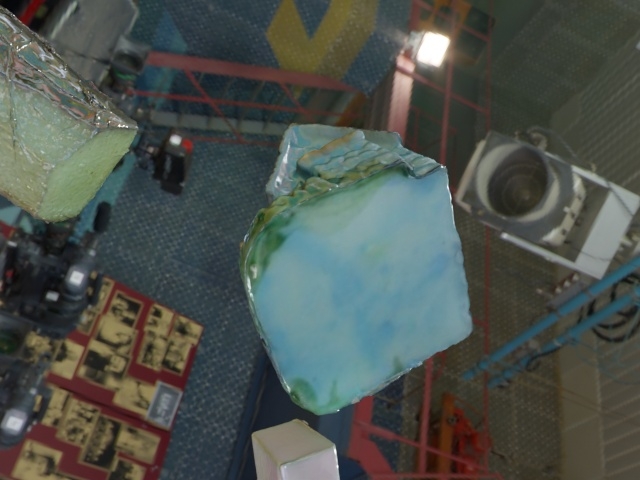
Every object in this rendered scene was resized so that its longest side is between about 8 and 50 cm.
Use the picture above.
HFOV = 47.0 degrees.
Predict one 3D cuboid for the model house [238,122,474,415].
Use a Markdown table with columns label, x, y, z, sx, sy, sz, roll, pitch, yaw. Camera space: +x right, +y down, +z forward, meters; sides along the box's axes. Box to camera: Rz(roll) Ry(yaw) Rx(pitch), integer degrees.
| label | x | y | z | sx | sy | sz | roll | pitch | yaw |
| --- | --- | --- | --- | --- | --- | --- | --- | --- | --- |
| model house | 0.000 | 0.000 | 0.796 | 0.241 | 0.226 | 0.261 | 49 | -20 | 52 |

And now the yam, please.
| label | x | y | z | sx | sy | sz | roll | pitch | yaw |
| --- | --- | --- | --- | --- | --- | --- | --- | --- | --- |
| yam | -0.388 | -0.169 | 0.953 | 0.202 | 0.271 | 0.201 | -48 | -178 | 34 |

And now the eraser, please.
| label | x | y | z | sx | sy | sz | roll | pitch | yaw |
| --- | --- | --- | --- | --- | --- | --- | --- | --- | --- |
| eraser | -0.022 | 0.388 | 0.943 | 0.130 | 0.086 | 0.287 | -169 | -110 | -65 |
